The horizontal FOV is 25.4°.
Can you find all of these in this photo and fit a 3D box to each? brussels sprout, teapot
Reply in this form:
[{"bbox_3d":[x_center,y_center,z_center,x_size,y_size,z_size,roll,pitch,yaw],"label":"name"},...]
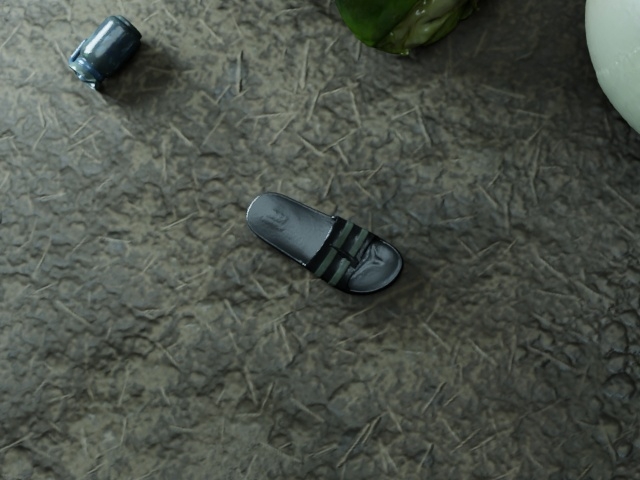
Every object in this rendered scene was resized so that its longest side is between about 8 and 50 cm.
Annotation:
[{"bbox_3d":[0.098,-0.291,1.517,0.183,0.131,0.145,-33,80,1],"label":"brussels sprout"},{"bbox_3d":[-0.245,-0.215,1.582,0.063,0.049,0.083,40,84,15],"label":"teapot"}]

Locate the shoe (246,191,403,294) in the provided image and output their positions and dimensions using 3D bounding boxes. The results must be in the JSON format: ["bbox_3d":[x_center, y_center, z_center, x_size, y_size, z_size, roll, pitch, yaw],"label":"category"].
[{"bbox_3d":[0.000,0.000,1.496,0.179,0.049,0.071,27,81,13],"label":"shoe"}]

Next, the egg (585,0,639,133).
[{"bbox_3d":[0.379,-0.187,1.406,0.201,0.337,0.337,-34,69,41],"label":"egg"}]
